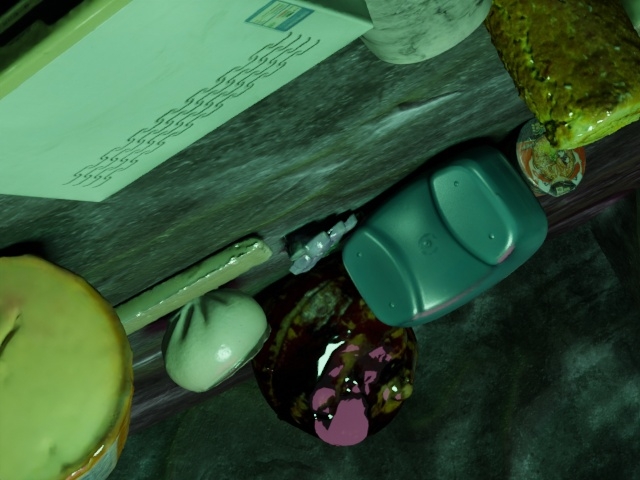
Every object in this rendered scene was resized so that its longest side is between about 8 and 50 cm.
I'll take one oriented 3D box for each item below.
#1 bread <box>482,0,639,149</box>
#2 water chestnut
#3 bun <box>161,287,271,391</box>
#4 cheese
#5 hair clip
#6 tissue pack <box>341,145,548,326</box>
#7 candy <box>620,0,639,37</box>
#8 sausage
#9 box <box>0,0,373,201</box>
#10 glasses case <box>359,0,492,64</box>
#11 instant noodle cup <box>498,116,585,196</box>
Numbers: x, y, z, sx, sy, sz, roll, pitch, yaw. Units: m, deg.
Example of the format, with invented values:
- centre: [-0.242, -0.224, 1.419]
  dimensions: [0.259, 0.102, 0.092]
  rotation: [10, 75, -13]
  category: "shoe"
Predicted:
- centre: [0.219, -0.173, 1.015]
  dimensions: [0.132, 0.172, 0.103]
  rotation: [-20, 170, -45]
  category: "bread"
- centre: [0.004, 0.178, 2.031]
  dimensions: [0.335, 0.347, 0.335]
  rotation: [-22, 126, -33]
  category: "water chestnut"
- centre: [-0.170, 0.137, 1.706]
  dimensions: [0.173, 0.120, 0.173]
  rotation: [-37, -165, 11]
  category: "bun"
- centre: [-0.248, 0.099, 1.547]
  dimensions: [0.400, 0.034, 0.085]
  rotation: [-29, 170, 2]
  category: "cheese"
- centre: [-0.001, -0.002, 1.698]
  dimensions: [0.124, 0.052, 0.195]
  rotation: [-39, 173, 28]
  category: "hair clip"
- centre: [0.192, -0.006, 1.711]
  dimensions: [0.287, 0.198, 0.206]
  rotation: [-39, 171, 26]
  category: "tissue pack"
- centre: [0.293, -0.235, 1.095]
  dimensions: [0.102, 0.104, 0.234]
  rotation: [-18, 166, -47]
  category: "candy"
- centre: [-0.304, 0.160, 1.154]
  dimensions: [0.233, 0.233, 0.287]
  rotation: [-25, 170, -15]
  category: "sausage"
- centre: [-0.123, -0.100, 0.702]
  dimensions: [0.270, 0.045, 0.211]
  rotation: [-28, 162, 35]
  category: "box"
- centre: [0.057, -0.192, 0.806]
  dimensions: [0.114, 0.060, 0.299]
  rotation: [-29, 170, 9]
  category: "glasses case"
- centre: [0.325, -0.116, 1.785]
  dimensions: [0.127, 0.127, 0.136]
  rotation: [-23, 177, -26]
  category: "instant noodle cup"
